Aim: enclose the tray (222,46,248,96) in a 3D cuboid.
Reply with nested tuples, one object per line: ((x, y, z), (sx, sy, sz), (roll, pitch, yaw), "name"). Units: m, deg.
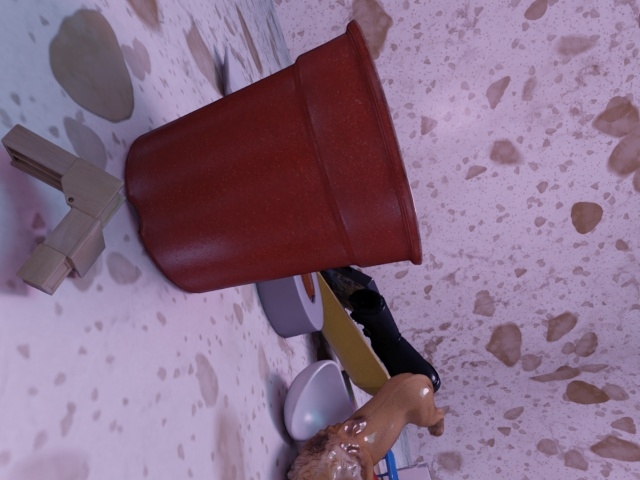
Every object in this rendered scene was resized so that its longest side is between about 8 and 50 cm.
((-0.170, -0.304, 0.961), (0.270, 0.030, 0.145), (61, 16, -58), "tray")

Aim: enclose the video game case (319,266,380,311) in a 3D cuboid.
((0.079, 0.144, 1.189), (0.248, 0.035, 0.274), (26, -24, 37), "video game case")

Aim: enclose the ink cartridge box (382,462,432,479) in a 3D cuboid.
((0.335, 0.941, 1.436), (0.171, 0.169, 0.232), (60, 16, -61), "ink cartridge box")

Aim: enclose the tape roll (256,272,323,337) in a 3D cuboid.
((-0.060, 0.079, 0.804), (0.219, 0.073, 0.219), (-15, 90, -82), "tape roll")

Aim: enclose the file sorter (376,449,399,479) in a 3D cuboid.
((0.141, 0.610, 1.004), (0.170, 0.105, 0.118), (-96, 167, -50), "file sorter")

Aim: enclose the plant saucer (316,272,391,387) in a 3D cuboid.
((0.079, 0.275, 1.073), (0.332, 0.081, 0.332), (56, -2, 30), "plant saucer")

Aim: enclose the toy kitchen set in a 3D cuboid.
((-0.191, -0.014, 0.278), (0.068, 0.075, 0.083), (-35, -153, 61), "toy kitchen set")

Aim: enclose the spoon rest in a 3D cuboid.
((0.009, 0.298, 0.724), (0.137, 0.084, 0.276), (-60, 153, -20), "spoon rest")

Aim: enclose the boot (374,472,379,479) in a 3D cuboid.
((0.067, 0.514, 0.841), (0.176, 0.088, 0.244), (58, 10, 31), "boot")

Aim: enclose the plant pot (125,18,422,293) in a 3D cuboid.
((-0.050, -0.067, 0.472), (0.272, 0.265, 0.272), (-16, 90, -83), "plant pot")

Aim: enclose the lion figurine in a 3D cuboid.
((0.099, 0.331, 0.695), (0.392, 0.142, 0.240), (-38, 133, -39), "lion figurine")

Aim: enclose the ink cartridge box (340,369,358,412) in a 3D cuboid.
((0.046, 0.379, 0.961), (0.209, 0.062, 0.108), (27, 46, -80), "ink cartridge box")

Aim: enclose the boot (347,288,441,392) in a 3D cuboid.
((0.166, 0.238, 0.968), (0.207, 0.094, 0.246), (61, -11, -29), "boot")
